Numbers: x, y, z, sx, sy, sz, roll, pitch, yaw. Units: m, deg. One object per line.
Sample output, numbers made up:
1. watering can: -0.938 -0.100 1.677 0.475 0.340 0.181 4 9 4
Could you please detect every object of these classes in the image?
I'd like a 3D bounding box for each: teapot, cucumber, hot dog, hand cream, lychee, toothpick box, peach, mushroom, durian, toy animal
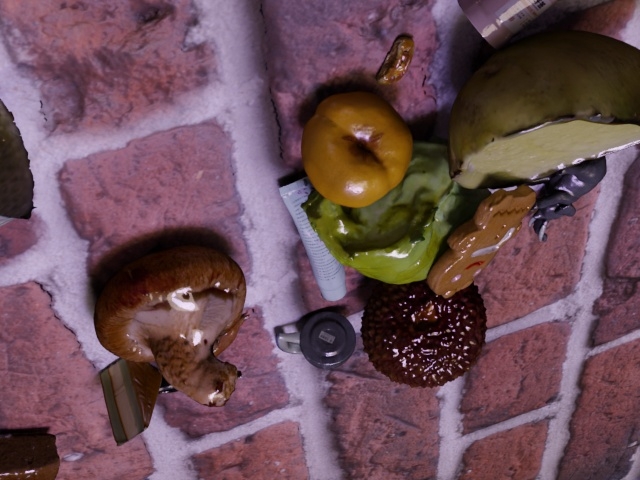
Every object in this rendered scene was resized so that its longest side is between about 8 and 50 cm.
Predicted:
1. teapot: -0.004 0.214 2.089 0.149 0.111 0.108 -23 159 -11
2. cucumber: -0.279 0.276 2.072 0.163 0.039 0.043 -14 103 -10
3. hot dog: 0.116 -0.265 1.599 0.030 0.034 0.090 0 137 -31
4. hand cream: 0.000 0.000 1.853 0.085 0.058 0.331 -20 144 -3
5. lychee: 0.203 0.162 2.043 0.271 0.271 0.271 -15 144 -12
6. toothpick box: 0.284 -0.358 1.519 0.149 0.098 0.098 -38 142 20
7. peach: 0.053 -0.142 1.618 0.179 0.179 0.103 -11 -179 -17
8. mushroom: -0.246 0.126 1.772 0.267 0.254 0.267 -10 116 -22
9. durian: 0.157 -0.039 1.770 0.256 0.204 0.340 -39 146 14
10. toy animal: 0.434 -0.089 1.966 0.137 0.082 0.269 0 137 -29

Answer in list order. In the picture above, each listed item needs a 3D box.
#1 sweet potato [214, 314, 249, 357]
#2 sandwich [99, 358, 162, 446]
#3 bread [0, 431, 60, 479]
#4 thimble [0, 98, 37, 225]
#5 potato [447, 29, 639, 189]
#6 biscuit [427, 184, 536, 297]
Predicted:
1. sweet potato: -0.206 0.199 2.004 0.195 0.056 0.056 -36 143 7
2. sandwich: -0.335 0.310 1.973 0.079 0.163 0.113 -35 144 15
3. bread: -0.704 0.442 1.979 0.416 0.113 0.165 3 138 -34
4. thimble: -0.477 -0.108 1.263 0.150 0.271 0.271 -28 145 10
5. potato: 0.318 -0.223 1.579 0.330 0.212 0.280 -20 166 31
6. biscuit: 0.260 0.009 1.739 0.184 0.035 0.249 -9 142 -49
